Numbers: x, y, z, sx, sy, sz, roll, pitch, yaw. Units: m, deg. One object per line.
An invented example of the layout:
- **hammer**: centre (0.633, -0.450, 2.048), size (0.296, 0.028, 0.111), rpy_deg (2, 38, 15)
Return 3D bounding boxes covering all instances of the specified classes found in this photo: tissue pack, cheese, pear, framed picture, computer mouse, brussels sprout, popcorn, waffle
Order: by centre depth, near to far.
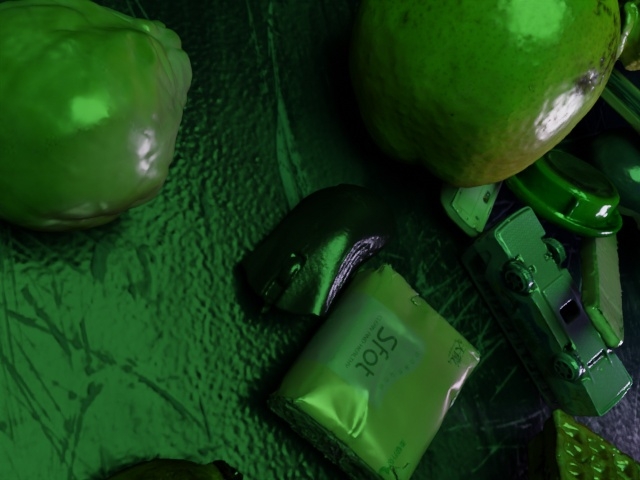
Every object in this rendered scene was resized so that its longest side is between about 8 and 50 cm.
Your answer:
- **brussels sprout**: centre (-0.298, -0.145, 0.866), size (0.316, 0.243, 0.274), rpy_deg (-12, 59, -23)
- **tissue pack**: centre (0.077, 0.190, 1.020), size (0.215, 0.123, 0.257), rpy_deg (43, 56, -8)
- **computer mouse**: centre (0.000, 0.000, 1.028), size (0.147, 0.088, 0.264), rpy_deg (31, 65, 17)
- **pear**: centre (0.218, -0.265, 1.071), size (0.390, 0.391, 0.391), rpy_deg (7, 74, -24)
- **waffle**: centre (0.450, 0.409, 1.071), size (0.308, 0.091, 0.213), rpy_deg (32, 26, 2)
- **cheese**: centre (0.453, 0.031, 1.189), size (0.085, 0.034, 0.400), rpy_deg (53, 30, -11)
- **computer mouse**: centre (0.255, -0.094, 1.217), size (0.102, 0.044, 0.199), rpy_deg (41, 56, -20)
- **framed picture**: centre (0.581, -0.219, 1.313), size (0.232, 0.024, 0.315), rpy_deg (-14, 61, -52)
- **popcorn**: centre (0.608, -0.425, 1.395), size (0.216, 0.181, 0.235), rpy_deg (21, 58, -20)

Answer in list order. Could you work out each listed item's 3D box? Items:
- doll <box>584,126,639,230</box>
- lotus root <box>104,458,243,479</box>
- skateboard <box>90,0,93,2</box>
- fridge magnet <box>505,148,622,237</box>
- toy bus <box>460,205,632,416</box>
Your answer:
- **doll**: centre (0.574, -0.084, 1.309), size (0.258, 0.154, 0.228), rpy_deg (41, 31, 5)
- **lotus root**: centre (-0.203, 0.332, 0.835), size (0.260, 0.129, 0.145), rpy_deg (-29, 52, -26)
- **skateboard**: centre (-0.311, -0.315, 0.998), size (0.151, 0.067, 0.080), rpy_deg (35, 56, -10)
- **fridge magnet**: centre (0.400, -0.080, 1.202), size (0.207, 0.088, 0.208), rpy_deg (18, 32, -12)
- **toy bus**: centre (0.350, 0.116, 1.161), size (0.109, 0.136, 0.330), rpy_deg (-32, 92, -28)
